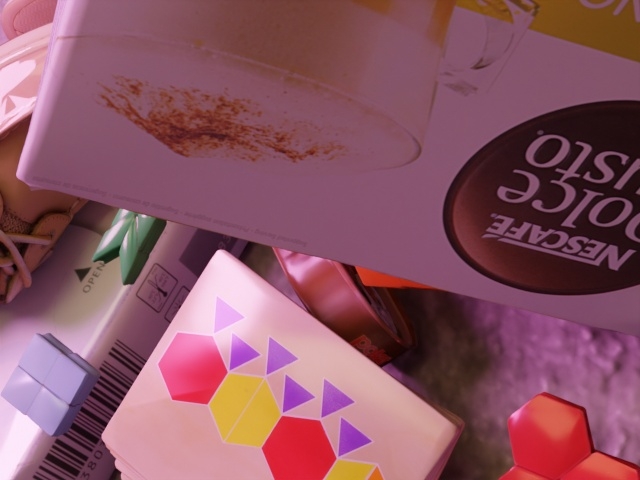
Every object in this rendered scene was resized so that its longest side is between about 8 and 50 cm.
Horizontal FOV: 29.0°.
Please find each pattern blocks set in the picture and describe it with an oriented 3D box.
[{"bbox_3d":[-0.020,0.111,0.681,0.325,0.026,0.285,44,103,17],"label":"pattern blocks set"}]

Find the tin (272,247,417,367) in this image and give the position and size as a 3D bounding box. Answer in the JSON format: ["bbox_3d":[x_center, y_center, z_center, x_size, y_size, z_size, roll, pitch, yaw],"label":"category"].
[{"bbox_3d":[0.000,0.000,0.767,0.040,0.106,0.189,-38,49,13],"label":"tin"}]

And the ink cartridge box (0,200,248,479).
[{"bbox_3d":[-0.249,0.002,0.912,0.385,0.091,0.308,19,72,34],"label":"ink cartridge box"}]

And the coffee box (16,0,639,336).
[{"bbox_3d":[0.076,-0.204,0.594,0.334,0.338,0.338,122,156,-44],"label":"coffee box"}]

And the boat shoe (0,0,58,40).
[{"bbox_3d":[-0.115,-0.220,0.973,0.285,0.103,0.092,-19,49,13],"label":"boat shoe"}]

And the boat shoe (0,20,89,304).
[{"bbox_3d":[-0.215,-0.005,0.776,0.341,0.122,0.110,-38,51,20],"label":"boat shoe"}]
